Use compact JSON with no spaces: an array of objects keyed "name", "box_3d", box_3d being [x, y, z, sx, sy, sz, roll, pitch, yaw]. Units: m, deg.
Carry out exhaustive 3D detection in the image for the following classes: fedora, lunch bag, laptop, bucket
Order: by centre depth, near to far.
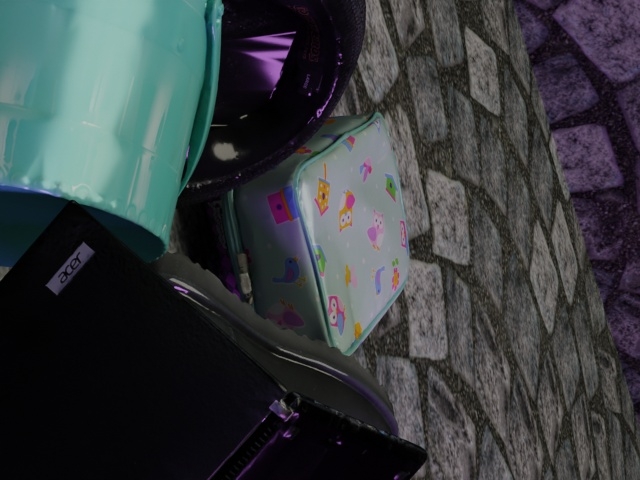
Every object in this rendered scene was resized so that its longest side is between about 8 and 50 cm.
[{"name":"laptop","box_3d":[-0.106,0.143,0.843,0.136,0.234,0.264,47,9,35]},{"name":"bucket","box_3d":[-0.200,-0.094,0.875,0.281,0.281,0.183,33,61,-63]},{"name":"fedora","box_3d":[-0.129,-0.177,1.192,0.152,0.334,0.334,53,3,35]},{"name":"lunch bag","box_3d":[0.000,0.000,1.449,0.279,0.108,0.224,-41,125,-61]}]

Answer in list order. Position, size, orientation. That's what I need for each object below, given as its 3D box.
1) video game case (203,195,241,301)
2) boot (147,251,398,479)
[{"name":"video game case","box_3d":[-0.064,-0.054,1.513,0.210,0.042,0.232,-48,126,-63]},{"name":"boot","box_3d":[-0.055,0.271,1.130,0.367,0.146,0.445,34,35,-37]}]
